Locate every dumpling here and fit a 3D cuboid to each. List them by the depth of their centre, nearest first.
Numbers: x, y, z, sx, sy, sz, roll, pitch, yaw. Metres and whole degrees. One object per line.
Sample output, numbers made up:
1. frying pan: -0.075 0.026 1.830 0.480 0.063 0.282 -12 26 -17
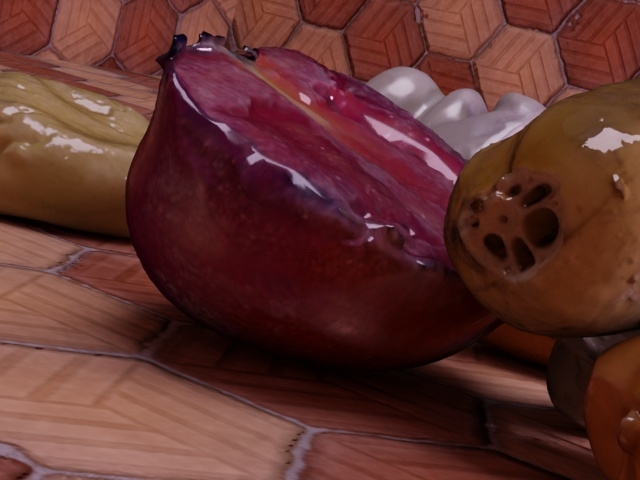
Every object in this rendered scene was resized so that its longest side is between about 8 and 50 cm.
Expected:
1. dumpling: 0.214 0.078 1.059 0.136 0.118 0.199 34 6 36

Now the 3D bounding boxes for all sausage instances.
1. sausage: 0.246 0.108 0.886 0.136 0.120 0.241 23 13 35

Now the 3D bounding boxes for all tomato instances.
1. tomato: -0.004 0.004 1.063 0.289 0.176 0.335 37 18 12

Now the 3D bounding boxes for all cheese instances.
1. cheese: -0.237 -0.075 1.408 0.226 0.117 0.214 17 14 -6

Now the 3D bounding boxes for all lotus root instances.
1. lotus root: 0.221 -0.025 0.967 0.342 0.151 0.169 -11 -14 -43

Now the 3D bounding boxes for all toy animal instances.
1. toy animal: 0.051 -0.055 1.482 0.241 0.196 0.367 -25 33 -29

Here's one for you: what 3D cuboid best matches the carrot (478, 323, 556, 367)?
1. carrot: 0.231 0.048 1.211 0.225 0.159 0.159 26 13 28
